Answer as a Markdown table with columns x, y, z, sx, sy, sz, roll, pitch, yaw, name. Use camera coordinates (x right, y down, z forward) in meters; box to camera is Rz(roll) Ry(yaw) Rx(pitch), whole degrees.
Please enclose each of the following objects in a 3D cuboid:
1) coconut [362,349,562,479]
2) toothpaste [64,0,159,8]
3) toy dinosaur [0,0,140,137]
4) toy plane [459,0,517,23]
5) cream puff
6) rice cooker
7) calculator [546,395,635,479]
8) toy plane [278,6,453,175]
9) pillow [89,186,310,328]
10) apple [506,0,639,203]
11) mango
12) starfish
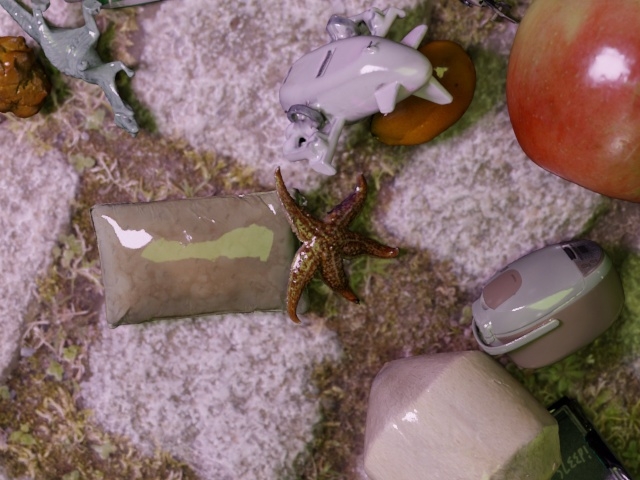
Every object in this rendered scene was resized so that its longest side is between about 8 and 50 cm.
| x | y | z | sx | sy | sz | roll | pitch | yaw | name |
| --- | --- | --- | --- | --- | --- | --- | --- | --- | --- |
| 0.175 | 0.261 | 1.122 | 0.266 | 0.237 | 0.237 | 37 | 103 | 22 | coconut |
| -0.223 | -0.349 | 1.118 | 0.248 | 0.047 | 0.078 | -9 | 105 | 3 | toothpaste |
| -0.360 | -0.301 | 1.111 | 0.383 | 0.076 | 0.129 | 47 | 134 | -1 | toy dinosaur |
| 0.207 | -0.316 | 1.093 | 0.120 | 0.049 | 0.031 | 28 | 104 | -20 | toy plane |
| -0.418 | -0.225 | 1.128 | 0.094 | 0.116 | 0.122 | -28 | 93 | -27 | cream puff |
| 0.305 | 0.087 | 1.124 | 0.206 | 0.145 | 0.127 | -38 | 107 | 13 | rice cooker |
| 0.356 | 0.364 | 1.150 | 0.165 | 0.028 | 0.274 | -40 | 53 | 12 | calculator |
| 0.043 | -0.195 | 1.052 | 0.252 | 0.252 | 0.118 | -45 | 125 | 11 | toy plane |
| -0.162 | 0.027 | 1.174 | 0.302 | 0.075 | 0.185 | -5 | 102 | 2 | pillow |
| 0.379 | -0.186 | 0.979 | 0.319 | 0.319 | 0.277 | 7 | 119 | 2 | apple |
| 0.138 | -0.190 | 1.110 | 0.105 | 0.084 | 0.159 | 36 | 120 | -20 | mango |
| 0.004 | 0.002 | 1.141 | 0.213 | 0.057 | 0.238 | -49 | 120 | -12 | starfish |
